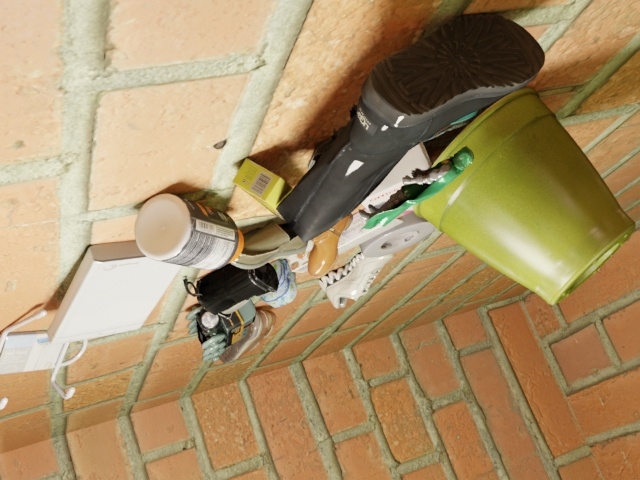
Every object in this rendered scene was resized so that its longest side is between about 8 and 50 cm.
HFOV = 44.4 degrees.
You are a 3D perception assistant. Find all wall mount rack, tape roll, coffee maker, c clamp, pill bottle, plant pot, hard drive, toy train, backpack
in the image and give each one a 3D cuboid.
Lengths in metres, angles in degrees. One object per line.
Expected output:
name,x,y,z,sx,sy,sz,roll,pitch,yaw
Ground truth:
wall mount rack,-0.677,0.264,1.939,0.350,0.130,0.304,3,118,-55
tape roll,0.205,-0.031,2.141,0.219,0.072,0.219,-20,164,-6
coffee maker,-0.221,0.113,1.997,0.178,0.120,0.171,-30,160,27
c clamp,0.045,-0.178,1.575,0.137,0.022,0.160,-13,161,-24
pill bottle,-0.249,-0.009,1.566,0.130,0.130,0.246,-26,163,18
plant pot,0.447,-0.066,1.650,0.366,0.353,0.366,-36,159,-16
hard drive,-0.456,0.115,1.765,0.233,0.047,0.353,-7,150,-39
toy train,-0.292,0.255,2.348,0.190,0.142,0.334,-27,165,-16
backpack,-0.122,0.119,2.141,0.105,0.114,0.084,-26,143,20

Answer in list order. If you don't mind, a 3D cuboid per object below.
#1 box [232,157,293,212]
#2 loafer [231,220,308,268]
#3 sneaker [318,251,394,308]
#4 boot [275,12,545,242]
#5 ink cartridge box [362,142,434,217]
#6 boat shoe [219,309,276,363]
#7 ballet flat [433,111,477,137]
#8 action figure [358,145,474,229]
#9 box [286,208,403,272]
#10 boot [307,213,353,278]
box,-0.090,-0.090,1.560,0.058,0.087,0.232,-58,162,-3
loafer,-0.125,-0.006,1.830,0.251,0.094,0.087,-18,141,-44
sneaker,0.126,0.112,2.418,0.110,0.118,0.292,1,151,-47
boot,0.144,-0.183,1.391,0.367,0.146,0.445,-22,163,-29
ink cartridge box,0.169,-0.133,1.726,0.172,0.100,0.237,-25,163,11
boat shoe,-0.249,0.321,2.621,0.116,0.123,0.324,-10,162,-38
ballet flat,0.220,-0.233,1.553,0.188,0.070,0.070,-14,162,-13
action figure,0.178,-0.098,1.411,0.232,0.063,0.137,-32,-179,27
box,0.058,-0.009,2.046,0.324,0.063,0.067,-28,163,22
boot,0.000,0.000,1.888,0.197,0.073,0.152,-65,161,6
